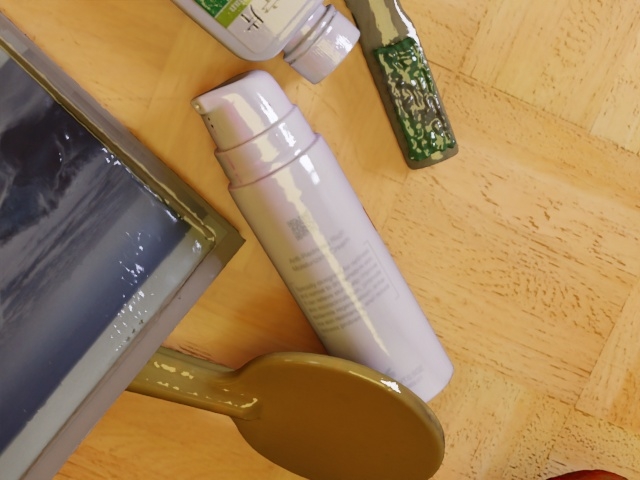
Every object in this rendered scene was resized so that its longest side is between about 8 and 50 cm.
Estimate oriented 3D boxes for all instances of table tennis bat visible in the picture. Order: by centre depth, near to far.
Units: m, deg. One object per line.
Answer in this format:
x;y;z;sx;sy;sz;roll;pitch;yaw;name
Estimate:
-0.041;0.155;1.444;0.321;0.050;0.198;16;143;6;table tennis bat

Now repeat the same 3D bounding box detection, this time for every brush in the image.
0.057;-0.198;1.424;0.054;0.048;0.282;-22;102;-1;brush

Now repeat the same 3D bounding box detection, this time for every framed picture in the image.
-0.313;0.055;1.343;0.326;0.028;0.446;43;68;-13;framed picture

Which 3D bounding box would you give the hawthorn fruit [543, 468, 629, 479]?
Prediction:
0.267;0.363;1.439;0.254;0.300;0.254;-16;122;-27;hawthorn fruit

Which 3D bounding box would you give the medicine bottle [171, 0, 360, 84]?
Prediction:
-0.053;-0.221;1.392;0.183;0.069;0.119;41;93;-14;medicine bottle

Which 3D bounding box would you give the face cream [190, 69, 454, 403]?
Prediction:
0.000;0.000;1.430;0.102;0.102;0.345;-29;104;0;face cream
